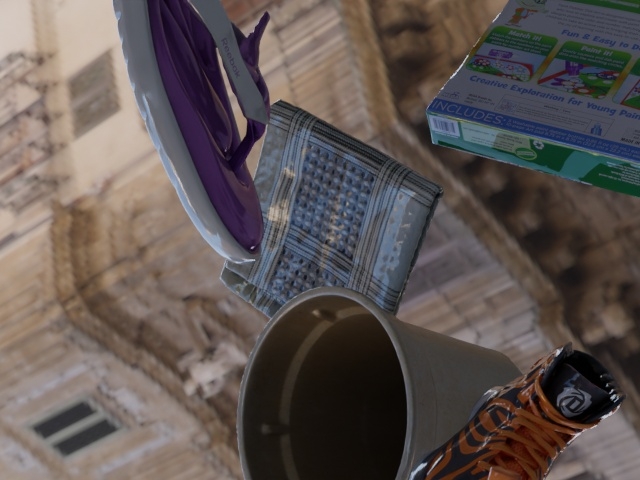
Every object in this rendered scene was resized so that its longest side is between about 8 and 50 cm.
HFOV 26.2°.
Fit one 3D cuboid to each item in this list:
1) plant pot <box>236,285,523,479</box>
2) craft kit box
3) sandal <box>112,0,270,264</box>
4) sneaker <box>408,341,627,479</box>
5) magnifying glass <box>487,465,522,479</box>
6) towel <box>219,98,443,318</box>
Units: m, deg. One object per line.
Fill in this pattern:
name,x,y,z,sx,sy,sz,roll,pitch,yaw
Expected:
plant pot,0.110,0.242,1.819,0.306,0.334,0.333,10,-124,-41
craft kit box,0.272,-0.164,1.370,0.246,0.250,0.061,-54,-34,-28
sandal,-0.099,-0.186,1.155,0.169,0.102,0.416,23,-131,-68
sneaker,0.207,0.205,1.428,0.125,0.180,0.321,41,-141,-2
magnifying glass,0.138,0.314,1.227,0.026,0.092,0.230,-2,-73,-64
towel,0.000,0.000,1.975,0.312,0.324,0.056,31,-153,28
